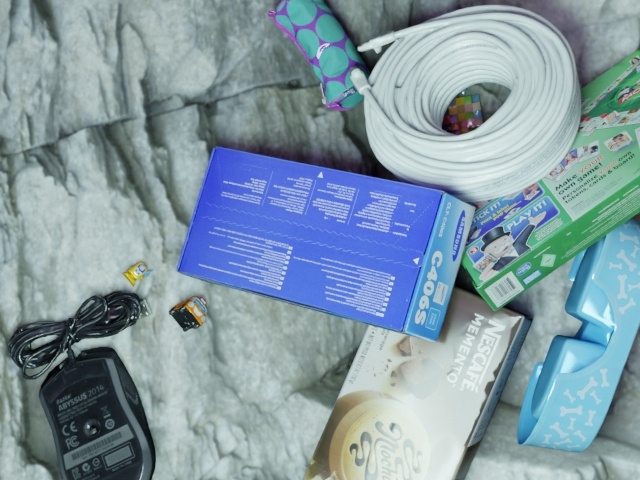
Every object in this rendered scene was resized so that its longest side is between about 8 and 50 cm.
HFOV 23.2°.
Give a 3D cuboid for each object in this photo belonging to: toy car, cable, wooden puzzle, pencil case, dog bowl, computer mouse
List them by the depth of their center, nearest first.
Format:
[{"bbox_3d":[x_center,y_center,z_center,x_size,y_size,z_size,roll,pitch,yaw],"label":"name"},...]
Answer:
[{"bbox_3d":[0.312,0.107,1.799,0.074,0.166,0.297,20,89,0],"label":"dog bowl"},{"bbox_3d":[0.178,-0.159,1.827,0.257,0.089,0.257,-20,54,9],"label":"cable"},{"bbox_3d":[0.174,-0.150,1.918,0.049,0.006,0.083,-10,84,10],"label":"wooden puzzle"},{"bbox_3d":[0.003,-0.235,1.927,0.070,0.064,0.152,-31,80,-6],"label":"pencil case"},{"bbox_3d":[-0.187,0.062,1.946,0.122,0.060,0.040,44,62,4],"label":"toy car"},{"bbox_3d":[-0.270,0.212,1.946,0.188,0.072,0.272,-21,70,10],"label":"computer mouse"}]

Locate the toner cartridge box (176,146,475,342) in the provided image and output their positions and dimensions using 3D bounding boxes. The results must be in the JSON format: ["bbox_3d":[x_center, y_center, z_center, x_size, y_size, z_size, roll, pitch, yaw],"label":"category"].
[{"bbox_3d":[0.000,0.000,1.829,0.347,0.075,0.165,14,86,37],"label":"toner cartridge box"}]

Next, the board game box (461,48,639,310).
[{"bbox_3d":[0.287,-0.076,1.800,0.317,0.213,0.046,-35,121,7],"label":"board game box"}]

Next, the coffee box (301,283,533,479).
[{"bbox_3d":[0.115,0.193,1.844,0.168,0.119,0.297,24,90,14],"label":"coffee box"}]
